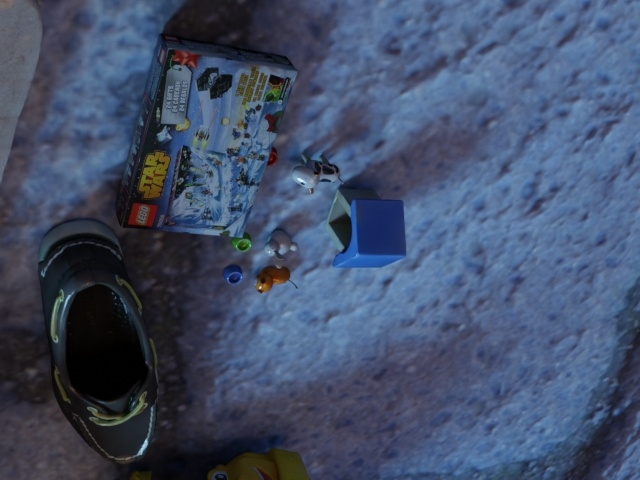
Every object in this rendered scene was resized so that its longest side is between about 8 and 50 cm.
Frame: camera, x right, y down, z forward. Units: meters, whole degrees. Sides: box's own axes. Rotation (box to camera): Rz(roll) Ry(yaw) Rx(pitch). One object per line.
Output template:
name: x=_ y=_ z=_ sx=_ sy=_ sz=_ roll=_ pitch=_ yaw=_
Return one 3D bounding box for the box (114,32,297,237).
box: x=-0.081 y=-0.068 z=0.663 sx=0.093 sy=0.027 sz=0.137 roll=5 pitch=121 yaw=-29

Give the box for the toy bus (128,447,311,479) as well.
toy bus: x=-0.133 y=0.270 z=0.827 sx=0.211 sy=0.149 sz=0.220 roll=25 pitch=110 yaw=-18

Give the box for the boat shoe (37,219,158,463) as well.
boat shoe: x=-0.163 y=0.096 z=0.717 sx=0.081 sy=0.069 sz=0.228 roll=-15 pitch=128 yaw=-14

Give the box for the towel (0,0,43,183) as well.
towel: x=-0.276 y=-0.059 z=0.549 sx=0.187 sy=0.049 sz=0.282 roll=6 pitch=127 yaw=-34

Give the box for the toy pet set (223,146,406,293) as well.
toy pet set: x=0.000 y=0.000 z=0.724 sx=0.114 sy=0.065 sz=0.122 roll=2 pitch=123 yaw=-25
